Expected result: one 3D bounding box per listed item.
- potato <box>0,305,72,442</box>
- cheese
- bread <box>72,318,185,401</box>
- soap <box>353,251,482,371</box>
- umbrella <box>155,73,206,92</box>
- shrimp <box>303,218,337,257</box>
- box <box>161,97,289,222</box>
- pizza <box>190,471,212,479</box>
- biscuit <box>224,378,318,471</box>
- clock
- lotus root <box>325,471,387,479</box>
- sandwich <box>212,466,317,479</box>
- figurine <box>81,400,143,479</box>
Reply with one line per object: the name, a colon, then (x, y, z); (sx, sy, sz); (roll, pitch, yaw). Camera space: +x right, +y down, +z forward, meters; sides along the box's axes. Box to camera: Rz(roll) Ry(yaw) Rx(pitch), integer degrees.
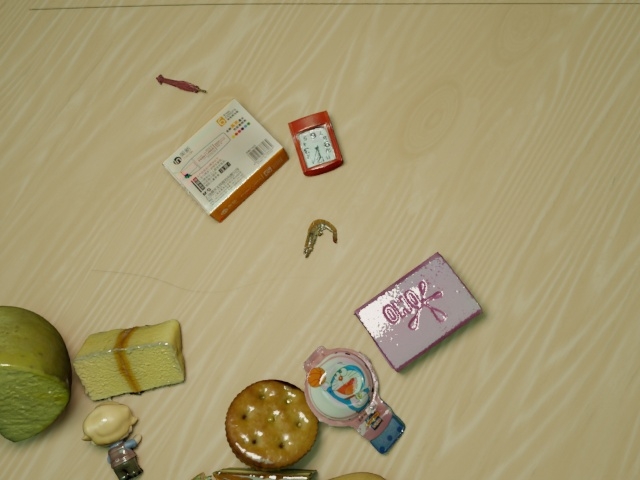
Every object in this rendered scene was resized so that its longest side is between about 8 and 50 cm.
potato: (-0.703, 0.281, 1.349); (0.213, 0.330, 0.280); (-13, 44, -7)
cheese: (0.077, 0.373, 1.316); (0.189, 0.074, 0.286); (-42, 87, -17)
bread: (-0.481, 0.292, 1.402); (0.266, 0.142, 0.178); (-13, 60, 3)
soap: (0.233, 0.174, 1.344); (0.259, 0.081, 0.181); (-34, 75, -1)
umbrella: (-0.404, -0.452, 1.608); (0.165, 0.027, 0.025); (18, 67, 12)
shrimp: (0.000, 0.000, 1.449); (0.083, 0.023, 0.114); (20, 76, 9)
box: (-0.256, -0.216, 1.499); (0.274, 0.091, 0.221); (-41, 74, -3)
pizza: (-0.261, 0.694, 1.282); (0.229, 0.081, 0.289); (12, 79, 17)
biscuit: (-0.115, 0.426, 1.297); (0.220, 0.066, 0.220); (5, 52, -6)
clock: (-0.011, -0.256, 1.495); (0.113, 0.061, 0.155); (-17, 78, 3)
lotus root: (0.062, 0.603, 1.238); (0.303, 0.131, 0.146); (-13, 98, 5)
sandwich: (-0.129, 0.539, 1.287); (0.187, 0.117, 0.144); (34, 81, 16)
figurine: (-0.500, 0.492, 1.367); (0.114, 0.108, 0.196); (-29, 92, 10)
